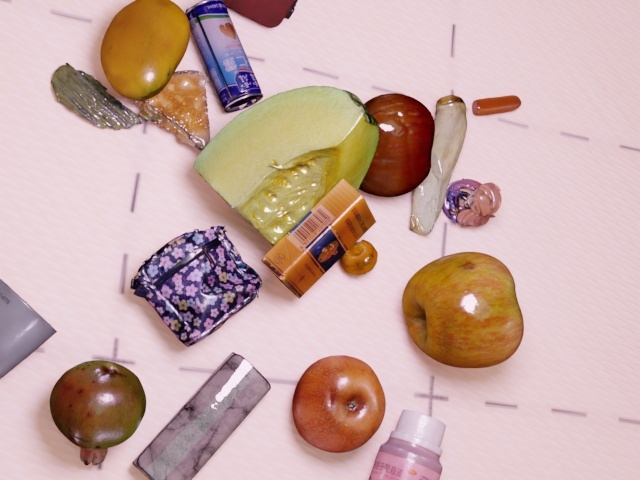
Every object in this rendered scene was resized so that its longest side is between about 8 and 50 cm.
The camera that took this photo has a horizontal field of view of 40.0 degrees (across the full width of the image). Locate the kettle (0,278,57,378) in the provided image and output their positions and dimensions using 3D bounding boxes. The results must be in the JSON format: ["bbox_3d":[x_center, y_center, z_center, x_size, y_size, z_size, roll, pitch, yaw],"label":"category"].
[{"bbox_3d":[-0.656,0.183,1.640,0.210,0.160,0.243,41,75,13],"label":"kettle"}]

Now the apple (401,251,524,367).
[{"bbox_3d":[0.304,0.153,1.902,0.264,0.264,0.264,4,78,-18],"label":"apple"}]

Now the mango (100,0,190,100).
[{"bbox_3d":[-0.372,-0.400,1.833,0.139,0.176,0.254,59,40,-47],"label":"mango"}]

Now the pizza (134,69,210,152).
[{"bbox_3d":[-0.293,-0.270,1.894,0.185,0.052,0.195,-27,84,-27],"label":"pizza"}]

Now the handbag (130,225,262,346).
[{"bbox_3d":[-0.254,0.086,1.794,0.229,0.127,0.207,-38,86,-21],"label":"handbag"}]

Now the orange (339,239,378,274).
[{"bbox_3d":[0.086,0.042,1.949,0.086,0.062,0.086,-9,52,11],"label":"orange"}]

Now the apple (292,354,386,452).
[{"bbox_3d":[0.041,0.336,1.820,0.201,0.162,0.201,5,76,-18],"label":"apple"}]

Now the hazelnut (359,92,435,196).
[{"bbox_3d":[0.144,-0.206,1.943,0.230,0.229,0.229,4,78,-18],"label":"hazelnut"}]

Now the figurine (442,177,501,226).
[{"bbox_3d":[0.365,-0.084,2.032,0.126,0.157,0.114,-36,113,-26],"label":"figurine"}]

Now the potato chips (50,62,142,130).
[{"bbox_3d":[-0.478,-0.289,1.850,0.207,0.028,0.092,39,71,-5],"label":"potato chips"}]

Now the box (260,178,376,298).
[{"bbox_3d":[0.000,0.000,1.816,0.237,0.152,0.070,-43,67,-3],"label":"box"}]

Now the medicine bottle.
[{"bbox_3d":[0.179,0.488,1.847,0.147,0.147,0.247,25,72,-12],"label":"medicine bottle"}]

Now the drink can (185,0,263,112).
[{"bbox_3d":[-0.212,-0.405,1.926,0.097,0.097,0.235,-22,85,-21],"label":"drink can"}]

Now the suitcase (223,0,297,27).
[{"bbox_3d":[-0.123,-0.618,1.894,0.236,0.297,0.161,26,64,-12],"label":"suitcase"}]

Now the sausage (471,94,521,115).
[{"bbox_3d":[0.432,-0.331,2.155,0.131,0.039,0.041,-10,75,-21],"label":"sausage"}]

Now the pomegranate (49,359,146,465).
[{"bbox_3d":[-0.426,0.334,1.678,0.180,0.180,0.209,8,113,-17],"label":"pomegranate"}]

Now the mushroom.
[{"bbox_3d":[0.272,-0.180,2.034,0.087,0.107,0.333,12,73,20],"label":"mushroom"}]

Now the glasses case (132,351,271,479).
[{"bbox_3d":[-0.235,0.370,1.776,0.114,0.060,0.299,44,69,-5],"label":"glasses case"}]

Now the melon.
[{"bbox_3d":[-0.036,-0.152,1.808,0.343,0.226,0.331,-42,103,1],"label":"melon"}]
